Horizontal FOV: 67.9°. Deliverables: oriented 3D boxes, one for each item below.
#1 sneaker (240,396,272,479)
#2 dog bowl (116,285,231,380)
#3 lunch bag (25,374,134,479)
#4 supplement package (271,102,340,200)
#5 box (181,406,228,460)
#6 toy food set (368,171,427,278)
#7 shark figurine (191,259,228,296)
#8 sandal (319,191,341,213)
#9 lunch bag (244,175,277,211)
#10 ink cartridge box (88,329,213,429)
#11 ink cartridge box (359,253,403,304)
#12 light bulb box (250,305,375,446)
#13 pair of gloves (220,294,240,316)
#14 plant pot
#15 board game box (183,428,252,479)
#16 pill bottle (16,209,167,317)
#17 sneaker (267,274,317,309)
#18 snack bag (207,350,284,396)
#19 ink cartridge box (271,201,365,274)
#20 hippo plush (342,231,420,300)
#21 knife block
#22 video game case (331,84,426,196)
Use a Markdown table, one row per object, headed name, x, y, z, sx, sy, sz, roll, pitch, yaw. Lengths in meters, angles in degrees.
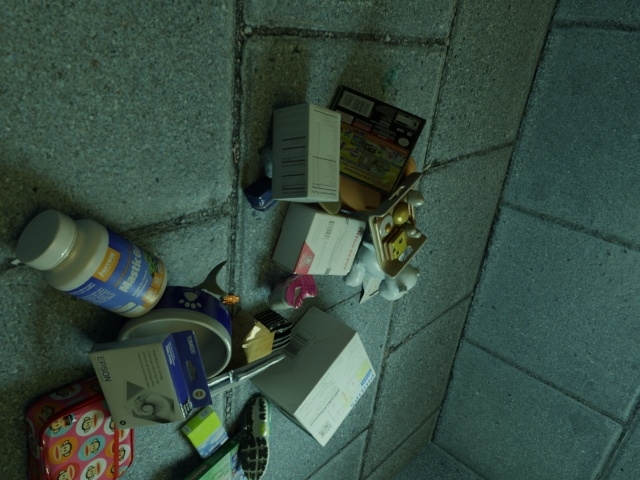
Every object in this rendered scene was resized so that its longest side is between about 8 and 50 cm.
| name | x | y | z | sx | sy | sz | roll | pitch | yaw |
| --- | --- | --- | --- | --- | --- | --- | --- | --- | --- |
| sneaker | -0.209 | 0.698 | 1.679 | 0.110 | 0.107 | 0.275 | 49 | 42 | -62 |
| dog bowl | -0.351 | 0.236 | 1.158 | 0.265 | 0.104 | 0.264 | -5 | 131 | -5 |
| lunch bag | -0.564 | 0.479 | 1.164 | 0.258 | 0.120 | 0.292 | -18 | 123 | -50 |
| supplement package | -0.039 | -0.229 | 1.287 | 0.139 | 0.134 | 0.243 | 2 | 90 | -50 |
| box | -0.372 | 0.628 | 1.548 | 0.109 | 0.042 | 0.178 | -39 | 139 | -29 |
| toy food set | 0.270 | -0.043 | 1.532 | 0.219 | 0.093 | 0.306 | -46 | 140 | -25 |
| shark figurine | -0.332 | 0.166 | 1.250 | 0.167 | 0.116 | 0.278 | 9 | 126 | -10 |
| sandal | -0.027 | -0.184 | 1.446 | 0.088 | 0.079 | 0.240 | -48 | 117 | -23 |
| lunch bag | -0.155 | -0.129 | 1.324 | 0.098 | 0.067 | 0.065 | -45 | 141 | -26 |
| ink cartridge box | -0.380 | 0.321 | 1.083 | 0.224 | 0.045 | 0.223 | -10 | 111 | -2 |
| ink cartridge box | 0.241 | 0.147 | 2.020 | 0.189 | 0.066 | 0.232 | -23 | 150 | -42 |
| light bulb box | -0.009 | 0.506 | 1.767 | 0.358 | 0.225 | 0.361 | -48 | 142 | -21 |
| pair of gloves | -0.280 | 0.201 | 1.424 | 0.074 | 0.010 | 0.083 | 16 | 99 | -54 |
| plant pot | 0.177 | -0.213 | 1.569 | 0.291 | 0.204 | 0.290 | -28 | 131 | -38 |
| board game box | -0.338 | 0.817 | 1.604 | 0.317 | 0.046 | 0.213 | -20 | 115 | -61 |
| pill bottle | -0.463 | 0.049 | 0.981 | 0.152 | 0.152 | 0.272 | -57 | 144 | -9 |
| sneaker | -0.094 | 0.159 | 1.563 | 0.252 | 0.111 | 0.102 | -21 | 96 | -66 |
| snack bag | -0.310 | 0.423 | 1.341 | 0.343 | 0.037 | 0.323 | -11 | 160 | -47 |
| ink cartridge box | 0.000 | 0.000 | 1.553 | 0.283 | 0.117 | 0.207 | 7 | 106 | -52 |
| hippo plush | 0.249 | 0.085 | 1.752 | 0.234 | 0.237 | 0.294 | -54 | 173 | -42 |
| knife block | -0.215 | 0.339 | 1.524 | 0.275 | 0.088 | 0.242 | -52 | 142 | -16 |
| video game case | 0.139 | -0.298 | 1.425 | 0.035 | 0.275 | 0.248 | 4 | 111 | -83 |
